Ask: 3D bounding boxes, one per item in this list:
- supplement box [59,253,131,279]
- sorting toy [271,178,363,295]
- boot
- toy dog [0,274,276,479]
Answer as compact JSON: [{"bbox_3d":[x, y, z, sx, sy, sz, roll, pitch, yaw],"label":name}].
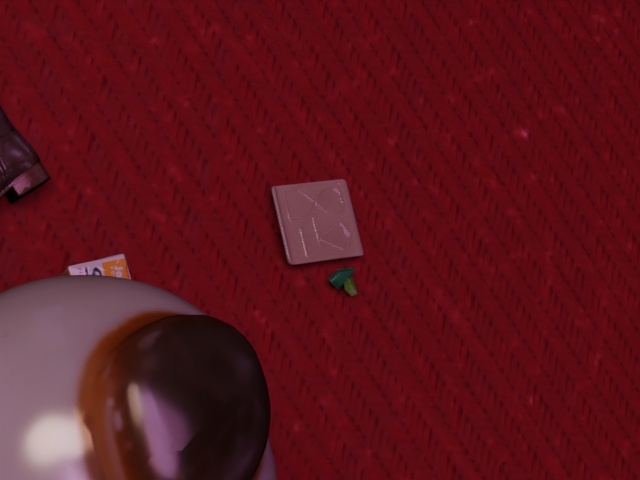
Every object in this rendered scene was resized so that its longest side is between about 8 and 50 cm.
[{"bbox_3d":[-0.138,0.051,0.794,0.036,0.098,0.062,-12,81,-24],"label":"supplement box"},{"bbox_3d":[0.000,0.000,0.911,0.062,0.012,0.083,-6,75,-28],"label":"sorting toy"},{"bbox_3d":[-0.238,-0.064,0.818,0.106,0.037,0.114,-35,94,-39],"label":"boot"},{"bbox_3d":[-0.221,0.133,0.595,0.407,0.284,0.395,-6,75,-22],"label":"toy dog"}]
